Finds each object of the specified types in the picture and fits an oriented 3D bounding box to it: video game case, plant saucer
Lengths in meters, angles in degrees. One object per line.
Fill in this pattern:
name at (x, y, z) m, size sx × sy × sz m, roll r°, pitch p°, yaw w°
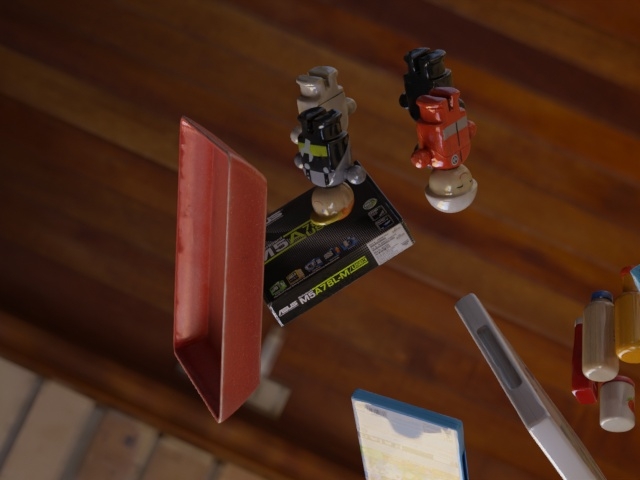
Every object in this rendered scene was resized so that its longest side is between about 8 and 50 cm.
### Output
video game case at (0.301, 0.251, 2.176) m, size 0.036 × 0.329 × 0.300 m, roll -34°, pitch -150°, yaw 5°
video game case at (0.095, 0.225, 1.780) m, size 0.015 × 0.119 × 0.166 m, roll -56°, pitch 150°, yaw -37°
plant saucer at (-0.099, 0.021, 1.718) m, size 0.259 × 0.048 × 0.258 m, roll -139°, pitch -130°, yaw -72°

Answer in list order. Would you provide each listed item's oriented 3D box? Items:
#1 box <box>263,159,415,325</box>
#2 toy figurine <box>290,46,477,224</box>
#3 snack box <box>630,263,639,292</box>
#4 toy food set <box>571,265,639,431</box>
box at (0.000, 0.000, 2.098) m, size 0.191 × 0.045 × 0.184 m, roll -32°, pitch -147°, yaw 0°
toy figurine at (0.072, -0.114, 1.999) m, size 0.213 × 0.210 × 0.148 m, roll -101°, pitch -179°, yaw -64°
snack box at (0.422, 0.164, 1.761) m, size 0.060 × 0.187 × 0.322 m, roll -33°, pitch 135°, yaw 1°
toy food set at (0.339, 0.129, 1.924) m, size 0.232 × 0.111 × 0.104 m, roll 52°, pitch 37°, yaw -51°
